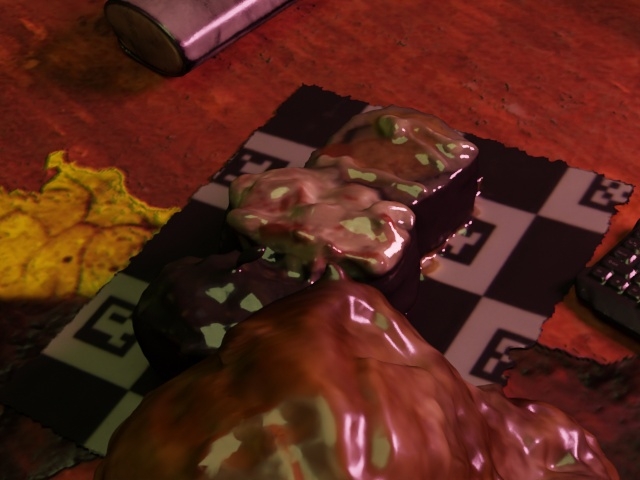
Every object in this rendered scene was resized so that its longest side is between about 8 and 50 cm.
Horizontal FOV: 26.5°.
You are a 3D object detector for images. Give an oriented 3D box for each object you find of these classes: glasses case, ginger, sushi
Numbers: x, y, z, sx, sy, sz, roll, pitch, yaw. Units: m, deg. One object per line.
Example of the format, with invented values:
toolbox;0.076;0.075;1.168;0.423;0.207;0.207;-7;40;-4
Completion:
glasses case;-0.038;-0.244;1.172;0.299;0.060;0.114;-37;47;-25
ginger;0.013;0.163;0.657;0.223;0.269;0.200;-46;20;17
sushi;0.000;0.000;0.886;0.296;0.100;0.373;21;52;28

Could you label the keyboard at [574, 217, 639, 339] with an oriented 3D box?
keyboard;0.284;0.061;0.831;0.106;0.016;0.262;-37;50;-25
